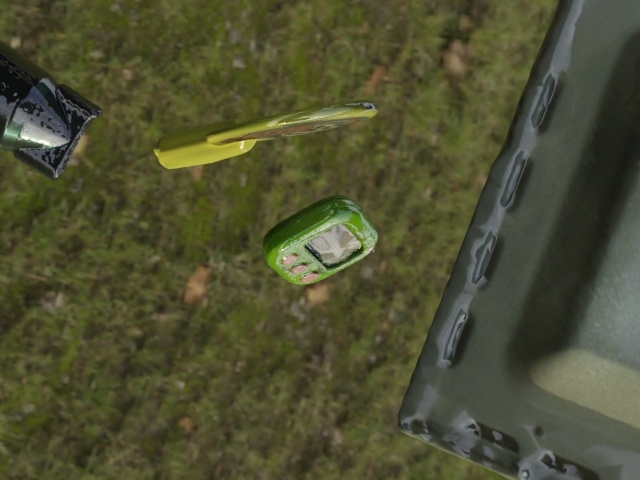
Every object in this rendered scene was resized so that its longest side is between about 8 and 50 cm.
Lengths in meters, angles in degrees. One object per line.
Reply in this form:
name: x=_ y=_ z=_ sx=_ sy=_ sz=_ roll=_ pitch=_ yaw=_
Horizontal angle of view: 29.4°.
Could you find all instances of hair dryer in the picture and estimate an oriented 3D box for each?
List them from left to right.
hair dryer: x=-0.385 y=-0.194 z=1.398 sx=0.116 sy=0.244 sz=0.302 roll=-59 pitch=-179 yaw=-9

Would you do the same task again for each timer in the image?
timer: x=0.000 y=0.000 z=1.472 sx=0.047 sy=0.128 sz=0.140 roll=65 pitch=9 yaw=26

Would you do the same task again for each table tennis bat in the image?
table tennis bat: x=-0.090 y=-0.147 z=1.675 sx=0.224 sy=0.369 sz=0.054 roll=-13 pitch=94 yaw=-53

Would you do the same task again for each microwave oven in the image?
microwave oven: x=0.304 y=0.061 z=0.573 sx=0.236 sy=0.432 sz=0.374 roll=-70 pitch=159 yaw=1
